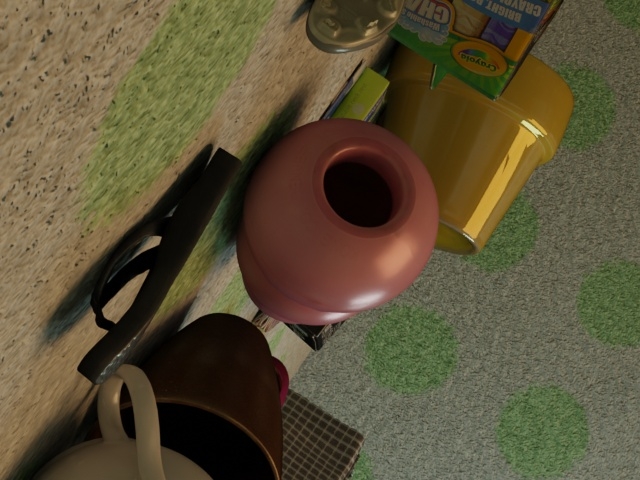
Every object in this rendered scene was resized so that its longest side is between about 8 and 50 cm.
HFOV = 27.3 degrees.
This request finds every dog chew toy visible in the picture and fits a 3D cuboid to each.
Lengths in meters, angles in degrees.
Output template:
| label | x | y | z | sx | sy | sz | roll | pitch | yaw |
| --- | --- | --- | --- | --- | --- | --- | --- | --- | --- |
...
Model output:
| label | x | y | z | sx | sy | sz | roll | pitch | yaw |
| --- | --- | --- | --- | --- | --- | --- | --- | --- | --- |
| dog chew toy | 0.000 | 0.000 | 1.456 | 0.207 | 0.206 | 0.332 | -54 | -179 | -24 |

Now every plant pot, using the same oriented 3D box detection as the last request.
| label | x | y | z | sx | sy | sz | roll | pitch | yaw |
| --- | --- | --- | --- | --- | --- | --- | --- | --- | --- |
| plant pot | -0.129 | 0.188 | 1.470 | 0.215 | 0.215 | 0.230 | -61 | -173 | 33 |
| plant pot | 0.179 | -0.121 | 1.750 | 0.254 | 0.254 | 0.239 | 94 | 20 | -78 |

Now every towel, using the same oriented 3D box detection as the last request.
| label | x | y | z | sx | sy | sz | roll | pitch | yaw |
| --- | --- | --- | --- | --- | --- | --- | --- | --- | --- |
| towel | -0.078 | 0.369 | 2.311 | 0.121 | 0.283 | 0.235 | -61 | 173 | 31 |
| towel | -0.053 | 0.080 | 2.226 | 0.144 | 0.029 | 0.197 | -58 | 176 | 6 |

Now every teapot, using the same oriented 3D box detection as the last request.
| label | x | y | z | sx | sy | sz | roll | pitch | yaw |
| --- | --- | --- | --- | --- | --- | --- | --- | --- | --- |
| teapot | -0.211 | 0.282 | 1.305 | 0.256 | 0.187 | 0.252 | -36 | 136 | 0 |

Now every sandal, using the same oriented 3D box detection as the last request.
| label | x | y | z | sx | sy | sz | roll | pitch | yaw |
| --- | --- | --- | --- | --- | --- | --- | --- | --- | --- |
| sandal | -0.144 | 0.018 | 1.095 | 0.097 | 0.054 | 0.254 | -53 | -171 | 48 |

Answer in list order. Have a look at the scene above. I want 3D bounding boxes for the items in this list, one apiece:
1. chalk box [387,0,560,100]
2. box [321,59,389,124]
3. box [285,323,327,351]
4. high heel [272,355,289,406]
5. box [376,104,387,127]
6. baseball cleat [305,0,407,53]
| label | x | y | z | sx | sy | sz | roll | pitch | yaw |
| --- | --- | --- | --- | --- | --- | --- | --- | --- | --- |
| chalk box | 0.168 | -0.284 | 1.356 | 0.180 | 0.179 | 0.289 | -52 | 174 | -44 |
| box | 0.036 | -0.146 | 1.663 | 0.109 | 0.042 | 0.178 | -55 | 175 | -15 |
| box | 0.065 | 0.024 | 2.083 | 0.318 | 0.097 | 0.395 | -47 | 174 | -5 |
| high heel | -0.089 | 0.196 | 2.005 | 0.181 | 0.127 | 0.377 | -47 | 174 | 17 |
| box | 0.148 | -0.252 | 2.100 | 0.201 | 0.021 | 0.164 | -60 | 173 | 24 |
| baseball cleat | 0.040 | -0.211 | 1.219 | 0.206 | 0.072 | 0.109 | -47 | 176 | -40 |
